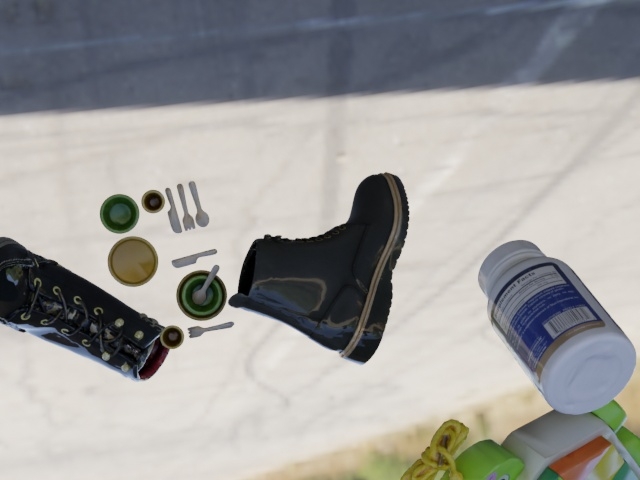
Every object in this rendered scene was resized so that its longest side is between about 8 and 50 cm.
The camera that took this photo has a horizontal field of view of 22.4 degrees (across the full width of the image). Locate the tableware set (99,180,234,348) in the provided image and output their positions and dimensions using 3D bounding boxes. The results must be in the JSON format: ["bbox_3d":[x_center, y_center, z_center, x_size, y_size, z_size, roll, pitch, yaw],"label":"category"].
[{"bbox_3d":[-0.146,0.024,1.518,0.104,0.154,0.024,-14,-179,-1],"label":"tableware set"}]

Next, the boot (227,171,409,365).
[{"bbox_3d":[0.000,0.000,1.444,0.137,0.198,0.077,23,138,-16],"label":"boot"}]

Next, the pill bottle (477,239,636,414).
[{"bbox_3d":[0.150,0.053,1.061,0.067,0.120,0.067,-13,128,-16],"label":"pill bottle"}]

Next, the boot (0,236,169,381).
[{"bbox_3d":[-0.258,0.075,1.668,0.179,0.085,0.236,26,179,12],"label":"boot"}]

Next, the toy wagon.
[{"bbox_3d":[0.156,0.238,1.305,0.068,0.267,0.344,35,173,32],"label":"toy wagon"}]
